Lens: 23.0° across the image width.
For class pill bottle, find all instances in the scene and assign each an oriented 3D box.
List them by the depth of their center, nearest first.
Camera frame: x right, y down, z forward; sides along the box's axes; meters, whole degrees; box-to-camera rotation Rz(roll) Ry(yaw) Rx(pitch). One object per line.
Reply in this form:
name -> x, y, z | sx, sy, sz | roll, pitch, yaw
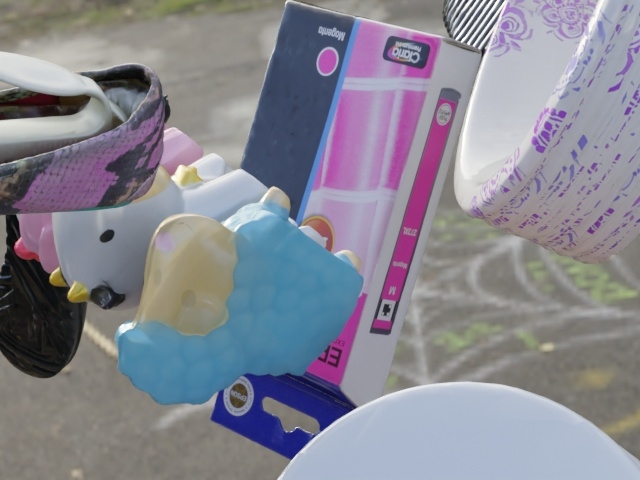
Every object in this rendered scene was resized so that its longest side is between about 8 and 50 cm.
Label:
pill bottle -> 0.094, 0.214, 0.816 | 0.224, 0.224, 0.392 | -6, -22, 10

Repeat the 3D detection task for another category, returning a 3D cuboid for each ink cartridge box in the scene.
ink cartridge box -> 0.000, 0.000, 1.287 | 0.176, 0.371, 0.069 | 20, 8, 40

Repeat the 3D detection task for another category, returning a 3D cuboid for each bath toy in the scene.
bath toy -> -0.115, -0.011, 0.935 | 0.129, 0.151, 0.348 | -52, 29, -3

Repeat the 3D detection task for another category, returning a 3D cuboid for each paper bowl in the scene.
paper bowl -> 0.203, -0.121, 0.969 | 0.148, 0.284, 0.284 | 23, 21, -7

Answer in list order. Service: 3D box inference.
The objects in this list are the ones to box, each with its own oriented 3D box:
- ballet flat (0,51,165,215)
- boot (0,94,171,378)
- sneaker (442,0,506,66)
ballet flat -> -0.161, -0.038, 0.627 | 0.221, 0.079, 0.077 | -13, 44, -32
boot -> -0.217, -0.011, 1.513 | 0.094, 0.246, 0.207 | 22, 35, 18
sneaker -> 0.204, -0.167, 1.320 | 0.146, 0.122, 0.330 | 18, 36, -28
